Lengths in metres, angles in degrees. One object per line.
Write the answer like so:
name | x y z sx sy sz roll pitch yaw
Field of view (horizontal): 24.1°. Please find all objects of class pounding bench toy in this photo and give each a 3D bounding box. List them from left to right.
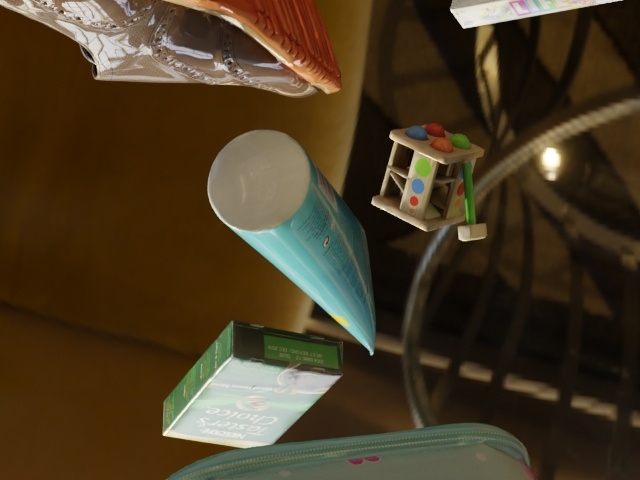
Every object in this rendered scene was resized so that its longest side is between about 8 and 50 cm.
pounding bench toy | 0.091 -0.044 1.083 0.083 0.052 0.065 28 115 31

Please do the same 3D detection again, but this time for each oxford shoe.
oxford shoe | -0.104 -0.173 1.096 0.133 0.130 0.364 -28 155 21

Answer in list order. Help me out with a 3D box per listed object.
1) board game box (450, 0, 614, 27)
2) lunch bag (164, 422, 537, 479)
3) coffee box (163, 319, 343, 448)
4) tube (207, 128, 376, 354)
board game box | 0.188 -0.232 1.222 0.154 0.103 0.026 -6 146 34
lunch bag | 0.011 0.222 0.747 0.224 0.108 0.279 -7 129 -21
coffee box | -0.065 0.139 1.390 0.113 0.040 0.184 13 146 -23
tube | 0.000 0.000 0.809 0.052 0.080 0.207 -5 161 16
